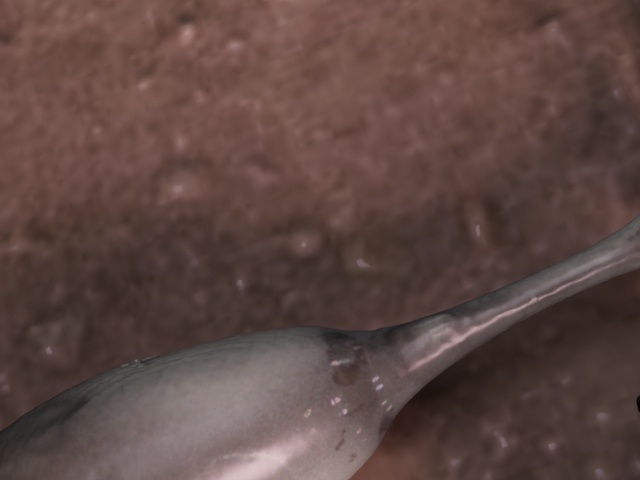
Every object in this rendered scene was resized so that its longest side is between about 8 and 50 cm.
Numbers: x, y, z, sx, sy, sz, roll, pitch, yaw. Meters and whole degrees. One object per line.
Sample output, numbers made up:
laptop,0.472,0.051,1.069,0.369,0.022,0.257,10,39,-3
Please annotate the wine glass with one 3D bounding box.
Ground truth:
wine glass,0.000,0.000,0.685,0.310,0.096,0.264,-26,41,7

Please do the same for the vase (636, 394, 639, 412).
vase,0.205,0.049,0.594,0.167,0.059,0.059,-26,66,5
